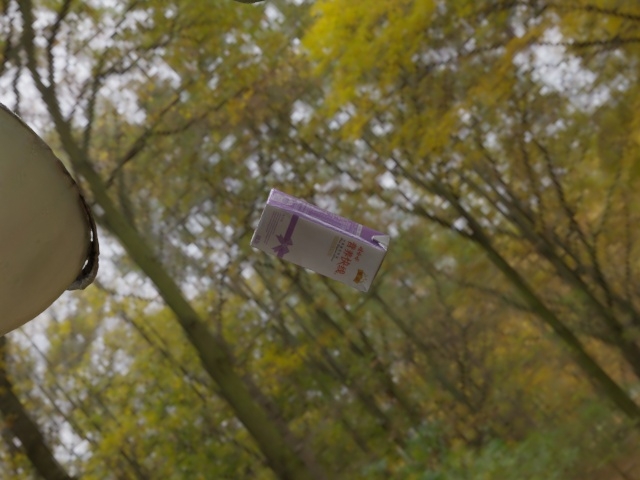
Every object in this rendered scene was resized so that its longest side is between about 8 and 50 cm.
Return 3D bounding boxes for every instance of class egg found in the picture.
[{"bbox_3d":[-0.338,-0.014,1.009,0.174,0.264,0.286,-56,-24,-36],"label":"egg"}]

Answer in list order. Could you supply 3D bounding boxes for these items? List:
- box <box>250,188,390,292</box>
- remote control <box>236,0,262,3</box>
[{"bbox_3d":[0.000,0.000,1.060,0.036,0.117,0.050,-70,1,-61],"label":"box"},{"bbox_3d":[-0.047,-0.337,0.934,0.123,0.285,0.038,-11,0,28],"label":"remote control"}]
